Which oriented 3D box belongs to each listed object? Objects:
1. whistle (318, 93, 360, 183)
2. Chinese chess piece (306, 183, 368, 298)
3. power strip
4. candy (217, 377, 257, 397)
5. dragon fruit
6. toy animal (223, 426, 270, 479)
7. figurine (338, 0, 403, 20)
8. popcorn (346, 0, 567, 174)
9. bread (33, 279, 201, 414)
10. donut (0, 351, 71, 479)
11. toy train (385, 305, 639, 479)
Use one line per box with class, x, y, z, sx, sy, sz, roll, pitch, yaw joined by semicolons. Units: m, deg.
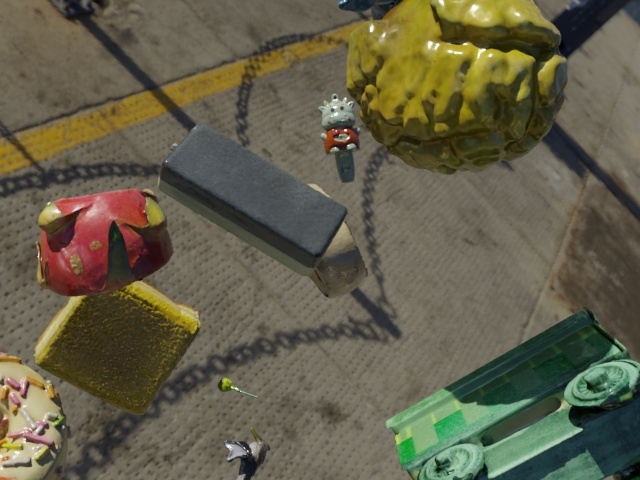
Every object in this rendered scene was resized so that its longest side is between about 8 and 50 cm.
whistle;0.057;-0.289;1.956;0.105;0.101;0.253;-14;98;-57
Chinese chess piece;0.000;0.000;1.453;0.103;0.250;0.250;-30;74;-10
power strip;-0.096;-0.059;0.943;0.256;0.070;0.105;32;51;1
candy;-0.223;0.403;1.858;0.122;0.035;0.035;16;12;24
dragon fruit;-0.450;-0.018;1.438;0.290;0.290;0.189;-33;118;-54
toy animal;-0.155;0.481;1.539;0.202;0.070;0.105;2;80;-74
figurine;0.072;-0.453;0.951;0.416;0.297;0.243;59;2;-23
popcorn;0.143;-0.163;0.676;0.203;0.226;0.200;-21;83;-28
bread;-0.524;0.257;1.810;0.333;0.324;0.143;36;3;-21
donut;-0.623;0.376;1.283;0.307;0.150;0.371;13;47;-25
toy train;0.211;0.200;0.700;0.120;0.300;0.202;58;6;-9
